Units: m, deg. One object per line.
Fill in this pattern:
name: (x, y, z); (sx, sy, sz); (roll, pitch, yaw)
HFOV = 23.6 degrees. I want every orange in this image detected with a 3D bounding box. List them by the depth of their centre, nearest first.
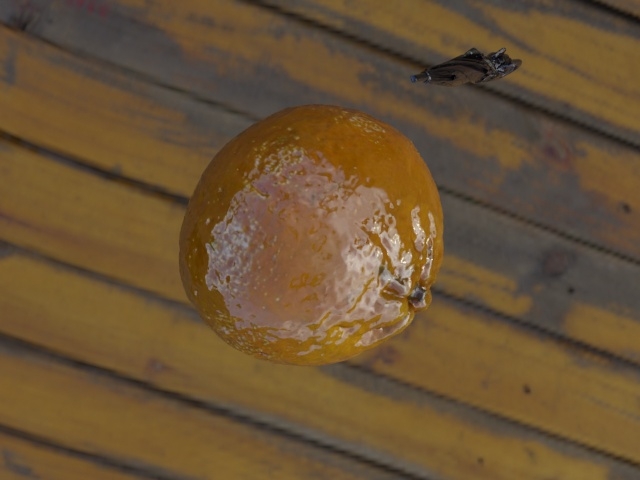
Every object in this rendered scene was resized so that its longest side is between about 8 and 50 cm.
orange: (0.000, -0.002, 0.752); (0.118, 0.135, 0.135); (12, 126, 36)

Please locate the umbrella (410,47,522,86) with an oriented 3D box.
umbrella: (0.060, -0.068, 0.599); (0.022, 0.122, 0.013); (-31, 85, 22)
